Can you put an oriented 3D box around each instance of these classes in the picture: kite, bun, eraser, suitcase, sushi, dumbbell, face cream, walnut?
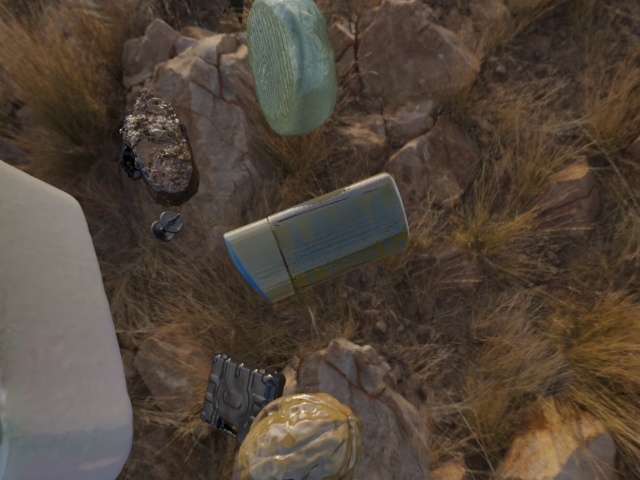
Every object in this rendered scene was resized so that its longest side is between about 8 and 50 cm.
[{"bbox_3d":[-0.217,-0.602,1.081,0.004,0.122,0.090,29,79,27],"label":"kite"},{"bbox_3d":[-0.038,-0.273,0.681,0.108,0.221,0.221,-15,70,-23],"label":"bun"},{"bbox_3d":[-0.312,0.117,0.380,0.332,0.150,0.331,-6,69,16],"label":"eraser"},{"bbox_3d":[-0.217,0.434,1.174,0.286,0.066,0.206,1,77,45],"label":"suitcase"},{"bbox_3d":[-0.531,-0.279,1.391,0.235,0.207,0.348,-22,79,-11],"label":"sushi"},{"bbox_3d":[-0.424,-0.038,1.185,0.147,0.069,0.069,-33,67,38],"label":"dumbbell"},{"bbox_3d":[0.000,0.000,0.698,0.285,0.067,0.139,-22,109,-8],"label":"face cream"},{"bbox_3d":[-0.040,0.386,0.788,0.245,0.198,0.198,-30,71,15],"label":"walnut"}]
